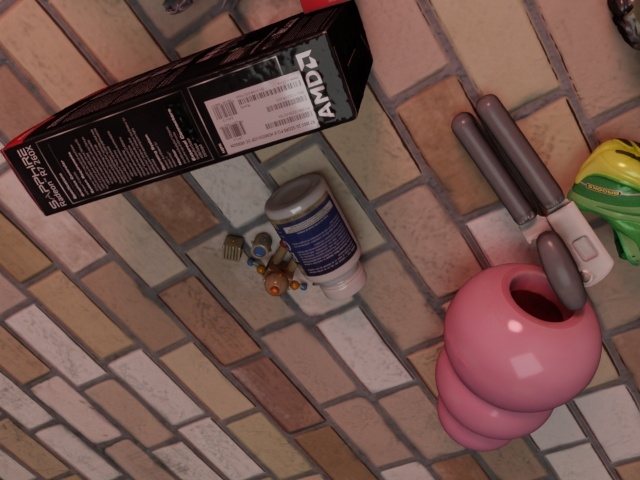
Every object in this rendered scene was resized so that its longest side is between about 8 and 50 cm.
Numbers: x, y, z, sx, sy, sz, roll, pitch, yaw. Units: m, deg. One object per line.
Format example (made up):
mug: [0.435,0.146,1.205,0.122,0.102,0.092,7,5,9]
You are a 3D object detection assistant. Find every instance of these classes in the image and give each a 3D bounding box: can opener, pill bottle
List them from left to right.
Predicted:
pill bottle: [0.000,0.000,0.840,0.094,0.094,0.169,-20,118,20]
can opener: [0.263,-0.050,0.736,0.074,0.093,0.280,-33,91,25]

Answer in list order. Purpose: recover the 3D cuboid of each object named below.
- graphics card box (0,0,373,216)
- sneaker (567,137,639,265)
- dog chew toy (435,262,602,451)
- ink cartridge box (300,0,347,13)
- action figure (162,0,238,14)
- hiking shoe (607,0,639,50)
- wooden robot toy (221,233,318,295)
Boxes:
graphics card box: [-0.132,-0.157,0.674,0.371,0.233,0.094,-16,115,17]
sneaker: [0.448,-0.018,0.768,0.295,0.109,0.123,33,131,-6]
dog chew toy: [0.263,0.191,0.873,0.206,0.207,0.332,11,132,1]
ink cartridge box: [-0.006,-0.322,0.626,0.056,0.099,0.135,-11,121,15]
action figure: [-0.175,-0.348,0.639,0.285,0.099,0.185,17,119,-7]
hiking shoe: [0.414,-0.207,0.648,0.114,0.086,0.227,-32,113,29]
wooden robot toy: [-0.067,0.044,0.889,0.173,0.079,0.076,25,123,-9]
